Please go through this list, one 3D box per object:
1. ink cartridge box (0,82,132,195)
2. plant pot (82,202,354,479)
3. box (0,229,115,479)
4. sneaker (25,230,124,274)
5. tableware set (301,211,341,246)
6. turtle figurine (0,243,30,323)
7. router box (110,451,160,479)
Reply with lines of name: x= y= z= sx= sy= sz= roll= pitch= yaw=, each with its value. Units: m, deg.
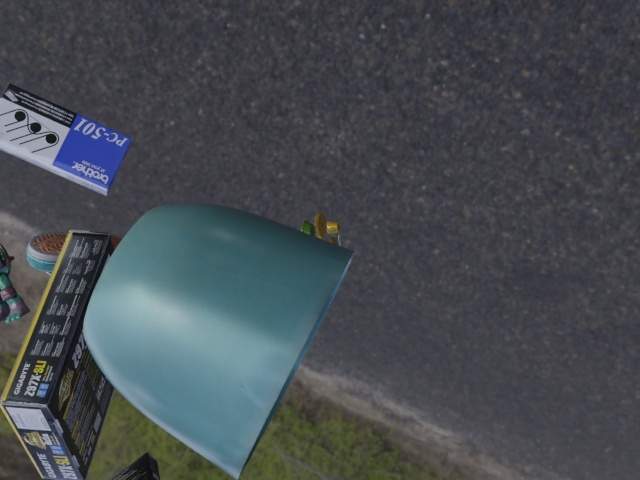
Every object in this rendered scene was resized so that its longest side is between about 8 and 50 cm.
ink cartridge box: x=-0.417 y=-0.160 z=1.277 sx=0.207 sy=0.097 sz=0.046 roll=25 pitch=164 yaw=-11
plant pot: x=-0.128 y=0.090 z=0.942 sx=0.235 sy=0.293 sz=0.293 roll=28 pitch=152 yaw=4
box: x=-0.393 y=0.186 z=1.295 sx=0.079 sy=0.322 sz=0.257 roll=4 pitch=141 yaw=5
sneaker: x=-0.477 y=0.056 z=1.598 sx=0.108 sy=0.121 sz=0.302 roll=30 pitch=-170 yaw=20
tableware set: x=0.000 y=0.000 z=1.362 sx=0.024 sy=0.154 sz=0.104 roll=-1 pitch=102 yaw=22
turtle figurine: x=-0.696 y=0.060 z=1.671 sx=0.175 sy=0.118 sz=0.234 roll=-7 pitch=109 yaw=56
router box: x=-0.480 y=0.627 z=1.987 sx=0.046 sy=0.179 sz=0.133 roll=52 pitch=-179 yaw=-27
